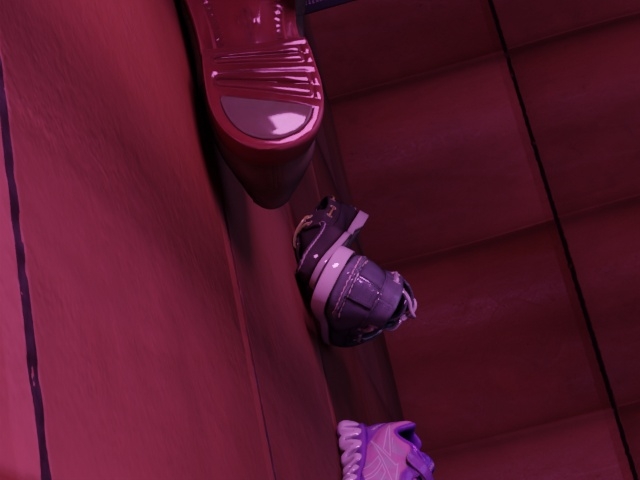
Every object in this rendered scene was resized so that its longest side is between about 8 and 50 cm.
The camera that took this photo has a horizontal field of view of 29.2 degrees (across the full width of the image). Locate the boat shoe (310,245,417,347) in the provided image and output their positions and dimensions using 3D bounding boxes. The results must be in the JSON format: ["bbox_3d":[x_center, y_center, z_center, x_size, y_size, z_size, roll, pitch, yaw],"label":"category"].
[{"bbox_3d":[0.064,0.087,1.514,0.116,0.099,0.319,-64,167,-7],"label":"boat shoe"}]

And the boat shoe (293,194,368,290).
[{"bbox_3d":[0.000,0.000,1.520,0.069,0.081,0.228,32,19,3],"label":"boat shoe"}]

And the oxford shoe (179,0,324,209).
[{"bbox_3d":[-0.070,-0.187,1.101,0.130,0.123,0.348,97,-10,-57],"label":"oxford shoe"}]

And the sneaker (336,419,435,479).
[{"bbox_3d":[0.080,0.279,1.379,0.236,0.104,0.095,-94,170,-59],"label":"sneaker"}]

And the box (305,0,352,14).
[{"bbox_3d":[-0.015,-0.325,1.458,0.153,0.207,0.108,-88,162,-78],"label":"box"}]
